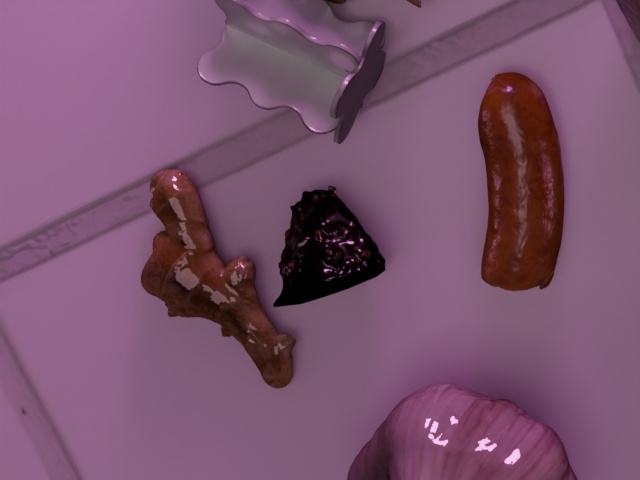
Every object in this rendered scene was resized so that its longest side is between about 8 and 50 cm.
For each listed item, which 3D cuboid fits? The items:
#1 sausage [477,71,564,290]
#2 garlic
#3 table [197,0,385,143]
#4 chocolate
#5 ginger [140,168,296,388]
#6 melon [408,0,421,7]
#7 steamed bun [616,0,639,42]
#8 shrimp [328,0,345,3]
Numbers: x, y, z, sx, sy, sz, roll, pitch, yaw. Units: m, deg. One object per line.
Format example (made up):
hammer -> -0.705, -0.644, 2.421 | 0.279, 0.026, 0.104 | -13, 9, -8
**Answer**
sausage -> 0.245, -0.072, 1.598 | 0.109, 0.109, 0.270 | -2, 103, 14
garlic -> 0.182, 0.333, 1.640 | 0.317, 0.259, 0.317 | 20, 123, 34
table -> -0.036, -0.233, 1.599 | 0.198, 0.166, 0.166 | 26, 108, 11
chocolate -> 0.000, 0.000, 1.673 | 0.156, 0.156, 0.133 | -21, 79, 18
ginger -> -0.144, 0.064, 1.744 | 0.148, 0.081, 0.333 | -41, 92, 4
melon -> 0.083, -0.364, 1.586 | 0.202, 0.093, 0.139 | 35, 82, 33
steamed bun -> 0.472, -0.314, 1.389 | 0.309, 0.309, 0.309 | 3, 104, 13
shrimp -> -0.029, -0.351, 1.600 | 0.162, 0.095, 0.045 | 44, 96, -1
